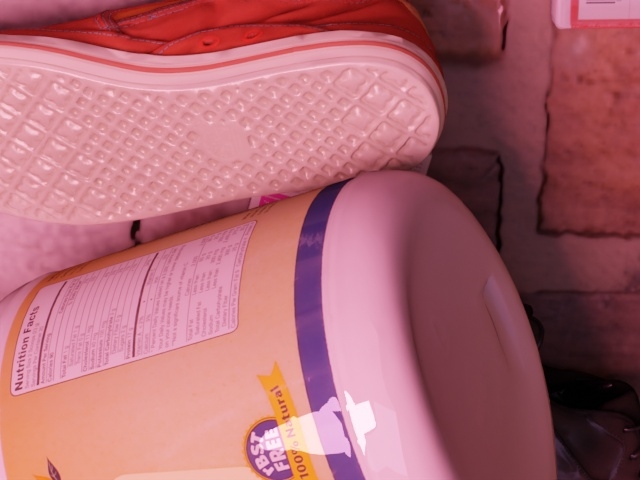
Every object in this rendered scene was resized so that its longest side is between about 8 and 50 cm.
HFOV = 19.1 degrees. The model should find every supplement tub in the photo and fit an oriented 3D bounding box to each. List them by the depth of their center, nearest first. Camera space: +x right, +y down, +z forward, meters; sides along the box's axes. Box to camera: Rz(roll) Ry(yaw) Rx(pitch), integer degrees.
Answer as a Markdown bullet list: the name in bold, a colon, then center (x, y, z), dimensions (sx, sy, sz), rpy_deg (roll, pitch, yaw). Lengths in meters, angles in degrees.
- **supplement tub**: center (-0.054, 0.107, 1.037), dimensions (0.316, 0.228, 0.228), rpy_deg (-17, 113, 24)

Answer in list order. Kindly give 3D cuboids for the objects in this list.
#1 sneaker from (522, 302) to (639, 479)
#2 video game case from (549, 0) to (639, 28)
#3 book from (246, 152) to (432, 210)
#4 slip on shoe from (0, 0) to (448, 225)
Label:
- **sneaker**: center (0.166, 0.158, 1.174), dimensions (0.130, 0.109, 0.286), rpy_deg (-42, 111, 5)
- **video game case**: center (0.276, -0.221, 1.072), dimensions (0.285, 0.025, 0.204), rpy_deg (-1, 111, -4)
- **book**: center (0.000, 0.000, 1.135), dimensions (0.096, 0.035, 0.144), rpy_deg (15, 109, -6)
- **slip on shoe**: center (-0.092, -0.083, 1.065), dimensions (0.331, 0.101, 0.123), rpy_deg (-4, 128, 11)
